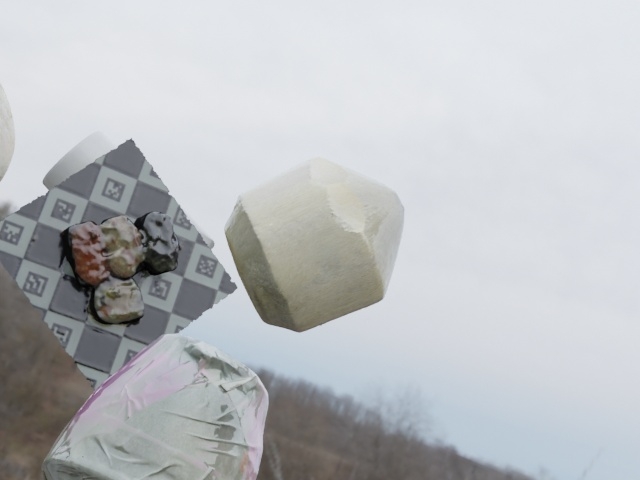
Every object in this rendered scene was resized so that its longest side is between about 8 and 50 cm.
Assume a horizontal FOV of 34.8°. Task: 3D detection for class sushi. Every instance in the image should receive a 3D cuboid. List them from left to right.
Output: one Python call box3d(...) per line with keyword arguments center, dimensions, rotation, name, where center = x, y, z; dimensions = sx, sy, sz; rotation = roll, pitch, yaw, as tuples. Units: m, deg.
box3d(center=(-0.238, 0.022, 1.208), dimensions=(0.231, 0.220, 0.047), rotation=(55, -25, -5), name="sushi")

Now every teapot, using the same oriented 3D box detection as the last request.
box3d(center=(-0.115, 0.188, 0.890), dimensions=(0.163, 0.178, 0.221), rotation=(10, -35, 32), name="teapot")

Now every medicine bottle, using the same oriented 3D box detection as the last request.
box3d(center=(-0.277, -0.035, 1.470), dimensions=(0.237, 0.139, 0.139), rotation=(47, -15, -5), name="medicine bottle")

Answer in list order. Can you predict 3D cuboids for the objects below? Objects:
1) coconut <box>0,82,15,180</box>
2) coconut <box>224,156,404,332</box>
box3d(center=(-0.728, -0.183, 1.750), dimensions=(0.345, 0.415, 0.415), rotation=(35, -12, 1), name="coconut")
box3d(center=(0.000, 0.000, 1.512), dimensions=(0.266, 0.237, 0.237), rotation=(-21, -17, 1), name="coconut")
